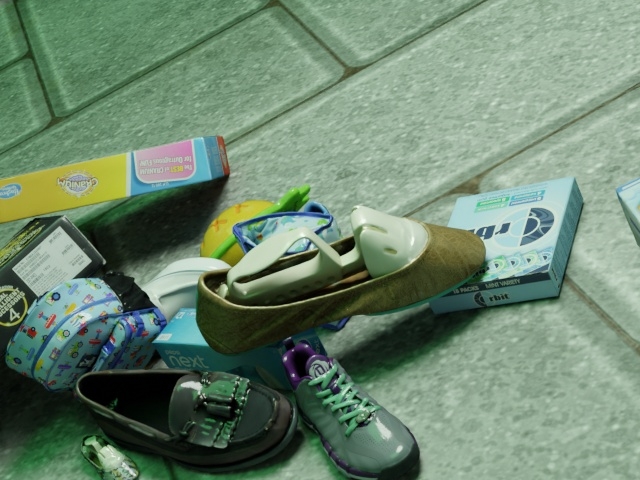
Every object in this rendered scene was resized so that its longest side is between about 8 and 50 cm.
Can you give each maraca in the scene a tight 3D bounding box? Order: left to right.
[{"bbox_3d":[-0.086,-0.010,1.824,0.186,0.099,0.127,-39,-8,-14],"label":"maraca"}]

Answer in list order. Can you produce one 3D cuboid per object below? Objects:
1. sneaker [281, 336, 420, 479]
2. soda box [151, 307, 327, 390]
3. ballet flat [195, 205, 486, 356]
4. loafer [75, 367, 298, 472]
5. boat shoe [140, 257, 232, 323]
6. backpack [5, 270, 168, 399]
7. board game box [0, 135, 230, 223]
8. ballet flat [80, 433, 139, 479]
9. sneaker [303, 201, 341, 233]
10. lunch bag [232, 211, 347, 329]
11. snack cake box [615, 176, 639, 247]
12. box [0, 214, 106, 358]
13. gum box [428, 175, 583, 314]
[{"bbox_3d":[0.018,0.179,1.445,0.083,0.098,0.224,-37,30,-16],"label":"sneaker"},{"bbox_3d":[-0.100,0.131,1.649,0.210,0.071,0.067,0,39,40],"label":"soda box"},{"bbox_3d":[0.015,0.029,1.534,0.342,0.124,0.116,-16,39,4],"label":"ballet flat"},{"bbox_3d":[-0.165,0.197,1.558,0.303,0.095,0.109,-2,56,40],"label":"loafer"},{"bbox_3d":[-0.222,0.106,1.790,0.258,0.095,0.084,-26,31,24],"label":"boat shoe"},{"bbox_3d":[-0.295,0.123,1.678,0.117,0.173,0.158,42,108,20],"label":"backpack"},{"bbox_3d":[-0.306,-0.094,2.029,0.317,0.064,0.242,-12,4,4],"label":"board game box"},{"bbox_3d":[-0.256,0.258,1.612,0.041,0.041,0.114,-40,31,-20],"label":"ballet flat"},{"bbox_3d":[0.000,0.000,1.789,0.053,0.059,0.144,-23,30,4],"label":"sneaker"},{"bbox_3d":[-0.034,0.035,1.690,0.151,0.129,0.096,8,44,46],"label":"lunch bag"},{"bbox_3d":[0.468,-0.045,1.436,0.264,0.089,0.152,-26,28,5],"label":"snack cake box"},{"bbox_3d":[-0.479,0.127,1.815,0.395,0.097,0.318,-44,11,-13],"label":"box"},{"bbox_3d":[0.220,0.005,1.614,0.157,0.041,0.184,-10,33,28],"label":"gum box"}]
